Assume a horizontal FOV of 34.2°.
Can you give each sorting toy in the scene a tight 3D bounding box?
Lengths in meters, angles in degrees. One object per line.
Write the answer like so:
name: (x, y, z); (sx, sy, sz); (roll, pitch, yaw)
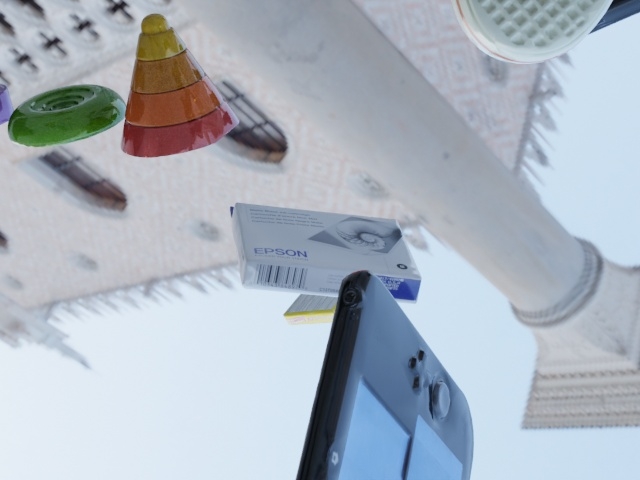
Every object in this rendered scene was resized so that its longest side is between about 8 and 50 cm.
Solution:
sorting toy: (-0.255, -0.172, 1.068); (0.366, 0.126, 0.127); (8, -148, 30)

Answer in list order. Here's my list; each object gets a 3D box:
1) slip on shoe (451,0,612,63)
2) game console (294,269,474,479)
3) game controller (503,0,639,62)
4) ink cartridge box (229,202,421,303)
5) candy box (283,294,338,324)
slip on shoe: (0.137, -0.248, 0.672); (0.101, 0.123, 0.331); (107, -10, -64)
game console: (0.064, 0.272, 1.012); (0.060, 0.342, 0.386); (-2, -124, 24)
game controller: (0.316, -0.325, 1.174); (0.319, 0.067, 0.166); (-20, -116, 27)
ink cartridge box: (0.000, 0.000, 1.336); (0.224, 0.223, 0.045); (-110, -151, -62)
candy box: (0.036, 0.056, 1.612); (0.105, 0.027, 0.206); (-10, -151, 44)
